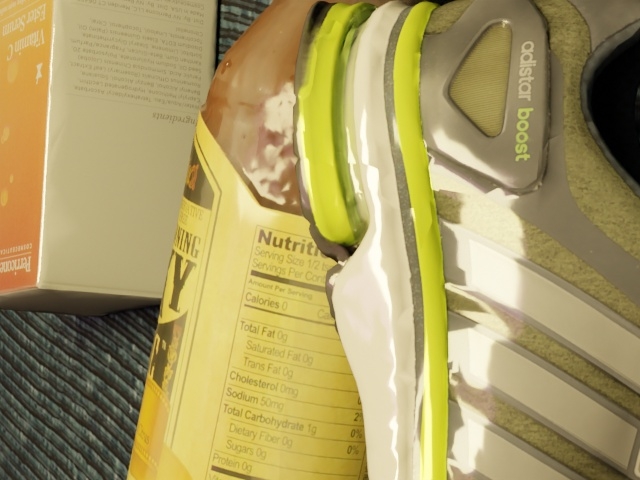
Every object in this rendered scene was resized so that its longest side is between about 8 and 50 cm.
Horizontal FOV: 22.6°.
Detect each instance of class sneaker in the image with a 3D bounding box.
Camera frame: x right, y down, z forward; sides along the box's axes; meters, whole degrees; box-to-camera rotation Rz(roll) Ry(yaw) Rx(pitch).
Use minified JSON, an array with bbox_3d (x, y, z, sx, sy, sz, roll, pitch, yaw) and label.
[{"bbox_3d":[0.079,0.058,0.467,0.121,0.111,0.300,-16,84,20],"label":"sneaker"}]

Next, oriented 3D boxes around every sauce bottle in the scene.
[{"bbox_3d":[0.000,0.000,0.606,0.111,0.111,0.344,21,101,57],"label":"sauce bottle"}]

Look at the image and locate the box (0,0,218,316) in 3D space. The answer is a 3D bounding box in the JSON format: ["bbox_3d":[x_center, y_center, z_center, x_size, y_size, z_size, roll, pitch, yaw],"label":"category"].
[{"bbox_3d":[-0.124,-0.051,0.825,0.130,0.091,0.171,-11,75,56],"label":"box"}]
